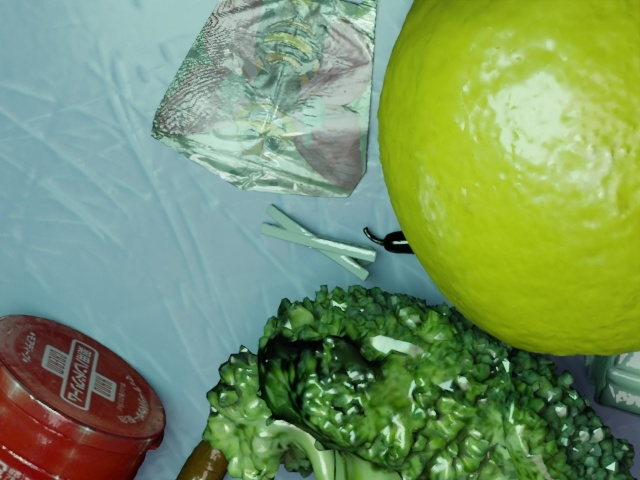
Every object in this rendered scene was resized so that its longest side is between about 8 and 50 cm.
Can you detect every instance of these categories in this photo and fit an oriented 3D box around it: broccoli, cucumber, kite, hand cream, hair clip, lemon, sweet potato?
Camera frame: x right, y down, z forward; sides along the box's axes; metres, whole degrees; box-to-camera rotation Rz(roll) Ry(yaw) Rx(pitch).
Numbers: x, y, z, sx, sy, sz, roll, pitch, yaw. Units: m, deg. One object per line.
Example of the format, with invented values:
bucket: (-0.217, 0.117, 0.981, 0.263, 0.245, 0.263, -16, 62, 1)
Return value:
broccoli: (0.078, 0.174, 1.339, 0.318, 0.277, 0.338, -34, 96, 6)
cucumber: (0.122, -0.005, 1.410, 0.163, 0.039, 0.043, -9, 82, 5)
kite: (-0.021, -0.211, 1.380, 0.204, 0.022, 0.360, 16, 105, 0)
hand cream: (-0.250, 0.170, 1.405, 0.193, 0.193, 0.125, 33, 106, -4)
hair clip: (0.000, 0.001, 1.429, 0.115, 0.039, 0.030, 24, 96, 10)
lemon: (0.204, -0.110, 1.208, 0.364, 0.364, 0.364, 1, 104, 4)
sweet potato: (-0.130, 0.276, 1.490, 0.057, 0.057, 0.264, 17, 103, 0)

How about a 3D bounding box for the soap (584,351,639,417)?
soap: (0.383, 0.110, 1.393, 0.262, 0.094, 0.150, 18, 99, 1)
